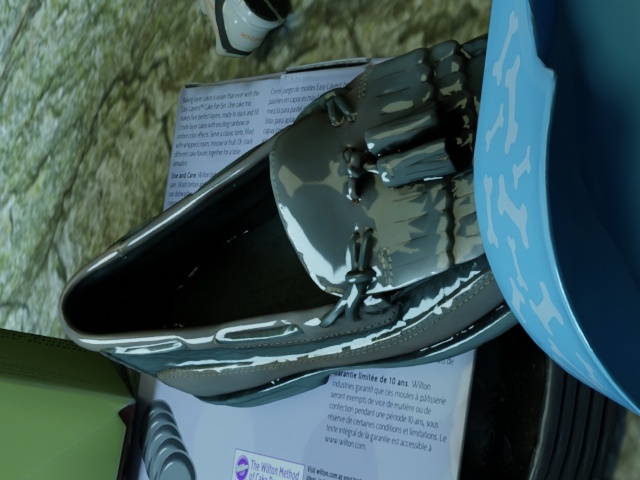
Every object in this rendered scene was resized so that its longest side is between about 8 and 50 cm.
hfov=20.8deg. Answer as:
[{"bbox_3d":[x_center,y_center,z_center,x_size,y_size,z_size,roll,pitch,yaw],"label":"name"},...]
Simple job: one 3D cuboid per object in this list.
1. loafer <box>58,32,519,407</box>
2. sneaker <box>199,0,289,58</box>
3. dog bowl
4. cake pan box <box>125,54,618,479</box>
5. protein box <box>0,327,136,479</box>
[{"bbox_3d":[0.000,0.000,0.615,0.267,0.084,0.096,-32,56,48],"label":"loafer"},{"bbox_3d":[-0.050,-0.139,0.890,0.043,0.040,0.109,-51,42,40],"label":"sneaker"},{"bbox_3d":[0.128,-0.083,0.502,0.074,0.166,0.297,178,100,-69],"label":"dog bowl"},{"bbox_3d":[0.012,0.050,0.721,0.267,0.070,0.245,0,83,57],"label":"cake pan box"},{"bbox_3d":[-0.209,0.113,0.866,0.201,0.200,0.136,-161,82,-78],"label":"protein box"}]
